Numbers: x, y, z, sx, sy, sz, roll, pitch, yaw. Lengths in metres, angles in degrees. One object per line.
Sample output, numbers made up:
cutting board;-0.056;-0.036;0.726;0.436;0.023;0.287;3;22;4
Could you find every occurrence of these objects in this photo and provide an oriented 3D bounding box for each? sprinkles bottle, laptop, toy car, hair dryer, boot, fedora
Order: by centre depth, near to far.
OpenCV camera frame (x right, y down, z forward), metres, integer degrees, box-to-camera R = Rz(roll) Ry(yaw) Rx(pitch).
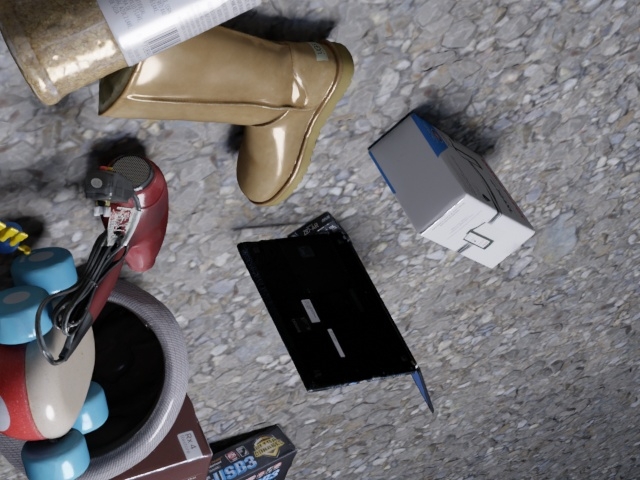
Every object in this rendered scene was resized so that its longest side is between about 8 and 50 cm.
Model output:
sprinkles bottle;-0.120;-0.250;1.183;0.355;0.121;0.121;-26;150;-3
boot;-0.122;-0.141;1.394;0.270;0.089;0.236;0;129;-40
hair dryer;-0.242;0.009;1.437;0.223;0.080;0.293;-66;170;9
toy car;-0.387;0.149;1.465;0.238;0.210;0.219;-7;112;6
fedora;-0.286;0.170;1.639;0.275;0.244;0.124;-48;176;8
laptop;0.025;0.119;1.714;0.264;0.234;0.136;-6;143;-34

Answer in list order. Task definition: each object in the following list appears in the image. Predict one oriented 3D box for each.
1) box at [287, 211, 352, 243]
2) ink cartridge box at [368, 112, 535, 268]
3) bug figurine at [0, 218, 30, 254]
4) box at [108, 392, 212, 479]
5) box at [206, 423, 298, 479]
box;0.000;0.000;1.765;0.067;0.018;0.083;-32;150;7
ink cartridge box;0.173;-0.062;1.684;0.086;0.148;0.203;-42;148;19
bug figurine;-0.458;0.021;1.373;0.279;0.072;0.216;-32;144;17
box;-0.271;0.310;1.870;0.167;0.168;0.203;-14;147;-21
box;-0.200;0.474;2.198;0.296;0.073;0.293;-22;145;-37
